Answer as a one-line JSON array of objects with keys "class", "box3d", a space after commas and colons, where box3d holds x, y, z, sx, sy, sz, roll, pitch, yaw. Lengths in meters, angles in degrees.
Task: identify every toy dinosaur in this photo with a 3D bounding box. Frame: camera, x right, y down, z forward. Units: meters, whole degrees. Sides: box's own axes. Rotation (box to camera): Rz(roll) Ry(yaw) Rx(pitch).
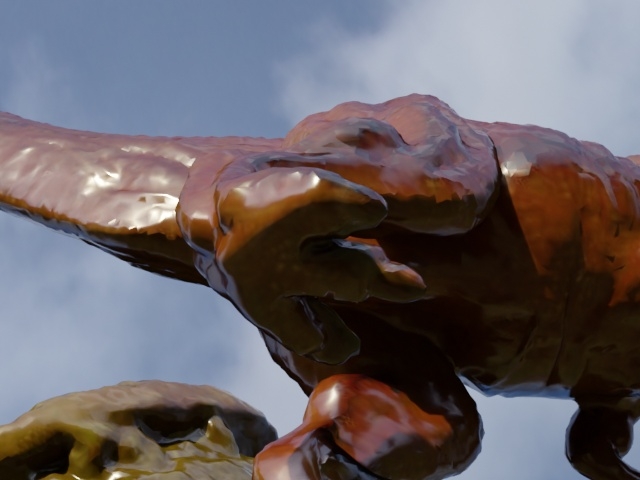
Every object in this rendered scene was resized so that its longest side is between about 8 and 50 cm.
[{"class": "toy dinosaur", "box3d": [0.000, 0.000, 0.464, 0.432, 0.208, 0.097, 20, -71, 1]}]

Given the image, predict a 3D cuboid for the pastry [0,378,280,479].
[{"class": "pastry", "box3d": [-0.080, 0.177, 0.641, 0.240, 0.132, 0.235, -16, -48, -38]}]
